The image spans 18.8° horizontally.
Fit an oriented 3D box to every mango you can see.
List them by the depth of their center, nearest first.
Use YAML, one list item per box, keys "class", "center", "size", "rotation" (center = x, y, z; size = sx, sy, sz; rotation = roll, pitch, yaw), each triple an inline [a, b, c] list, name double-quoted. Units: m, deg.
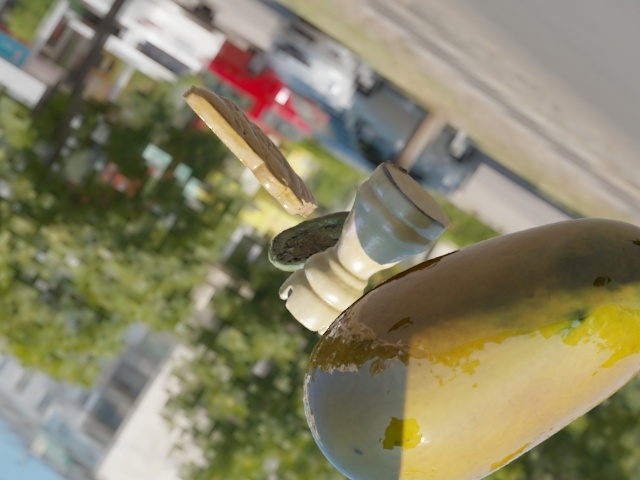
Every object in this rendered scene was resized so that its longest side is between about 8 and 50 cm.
- class: "mango"
  center: [0.110, 0.069, 1.222]
  size: [0.139, 0.254, 0.175]
  rotation: [62, -168, -10]

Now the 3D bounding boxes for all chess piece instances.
- class: "chess piece"
  center: [0.027, 0.008, 1.354]
  size: [0.066, 0.122, 0.066]
  rotation: [41, -164, -15]

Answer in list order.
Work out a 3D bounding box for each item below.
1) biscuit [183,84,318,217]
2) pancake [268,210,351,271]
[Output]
- class: "biscuit"
  center: [-0.068, -0.094, 1.977]
  size: [0.162, 0.035, 0.250]
  rotation: [50, -174, 36]
- class: "pancake"
  center: [0.001, 0.000, 1.775]
  size: [0.108, 0.108, 0.017]
  rotation: [37, 150, 61]
